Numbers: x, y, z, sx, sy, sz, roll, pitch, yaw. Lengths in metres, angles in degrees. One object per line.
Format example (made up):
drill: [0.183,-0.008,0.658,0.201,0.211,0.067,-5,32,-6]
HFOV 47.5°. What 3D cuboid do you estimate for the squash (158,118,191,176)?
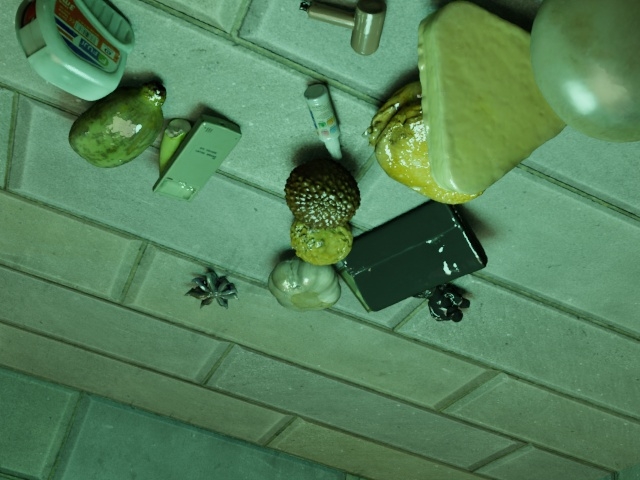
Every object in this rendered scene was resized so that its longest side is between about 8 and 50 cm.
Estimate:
squash: [-0.385,-0.214,1.923,0.083,0.083,0.250,12,140,-3]

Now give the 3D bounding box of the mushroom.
mushroom: [0.563,-0.366,1.352,0.362,0.294,0.362,-1,104,-4]

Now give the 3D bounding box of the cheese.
cheese: [0.334,-0.324,1.476,0.384,0.384,0.104,22,-176,-14]

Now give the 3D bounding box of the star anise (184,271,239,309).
star anise: [-0.360,0.167,2.417,0.180,0.061,0.204,-25,137,21]

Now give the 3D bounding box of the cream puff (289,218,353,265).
cream puff: [0.000,0.000,2.065,0.189,0.129,0.189,4,143,3]

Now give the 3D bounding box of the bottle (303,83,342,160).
bottle: [0.015,-0.277,1.757,0.060,0.060,0.217,-3,140,17]

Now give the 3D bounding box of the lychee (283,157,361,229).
lychee: [-0.001,-0.120,1.857,0.238,0.200,0.200,35,164,44]

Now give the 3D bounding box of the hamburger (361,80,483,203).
hamburger: [0.263,-0.227,1.672,0.314,0.170,0.290,24,138,-16]

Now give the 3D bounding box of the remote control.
remote control: [-0.323,-0.204,1.877,0.123,0.038,0.285,13,134,-36]

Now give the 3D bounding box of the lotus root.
lotus root: [-0.497,-0.288,1.797,0.309,0.173,0.173,-29,128,31]

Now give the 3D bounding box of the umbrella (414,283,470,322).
umbrella: [0.361,0.172,2.223,0.122,0.110,0.272,-43,126,7]

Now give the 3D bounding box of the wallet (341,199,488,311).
wallet: [0.249,0.044,2.043,0.406,0.062,0.228,-28,96,38]

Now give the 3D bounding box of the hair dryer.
hair dryer: [0.042,-0.463,1.521,0.181,0.064,0.117,17,145,4]

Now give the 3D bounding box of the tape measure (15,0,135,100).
tape measure: [-0.532,-0.438,1.551,0.125,0.246,0.243,-16,142,35]

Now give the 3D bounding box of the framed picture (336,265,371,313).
framed picture: [0.163,0.112,2.194,0.173,0.010,0.231,54,135,0]

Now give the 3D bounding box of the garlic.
garlic: [-0.048,0.125,2.216,0.228,0.152,0.228,5,146,3]
